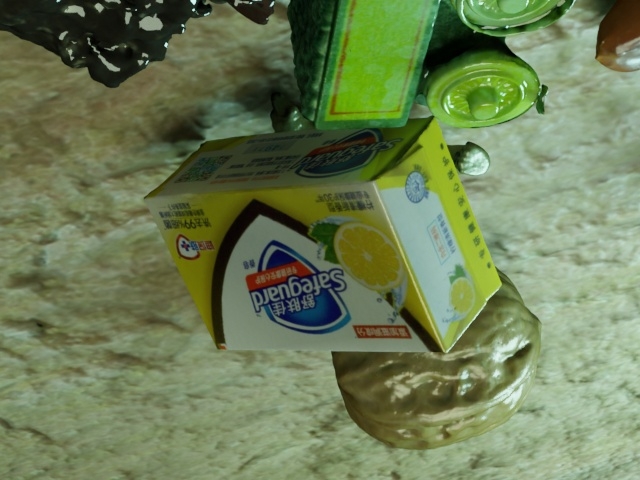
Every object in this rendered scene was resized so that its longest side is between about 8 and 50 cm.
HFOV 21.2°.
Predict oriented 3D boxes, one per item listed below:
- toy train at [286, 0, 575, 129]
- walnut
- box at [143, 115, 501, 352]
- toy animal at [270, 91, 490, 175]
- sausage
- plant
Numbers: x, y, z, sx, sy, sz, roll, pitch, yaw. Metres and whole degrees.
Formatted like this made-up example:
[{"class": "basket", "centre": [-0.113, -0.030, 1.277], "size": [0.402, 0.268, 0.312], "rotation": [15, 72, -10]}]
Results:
[{"class": "toy train", "centre": [0.074, -0.189, 1.239], "size": [0.188, 0.159, 0.271], "rotation": [-2, 150, -10]}, {"class": "walnut", "centre": [0.118, 0.110, 1.702], "size": [0.213, 0.213, 0.213], "rotation": [-7, 148, -4]}, {"class": "box", "centre": [0.000, 0.000, 1.413], "size": [0.265, 0.097, 0.168], "rotation": [-1, 121, 42]}, {"class": "toy animal", "centre": [0.052, -0.067, 1.494], "size": [0.219, 0.101, 0.103], "rotation": [12, 109, -40]}, {"class": "sausage", "centre": [0.309, -0.180, 1.393], "size": [0.179, 0.089, 0.089], "rotation": [-9, 148, 5]}, {"class": "plant", "centre": [-0.138, -0.209, 1.127], "size": [0.234, 0.204, 0.178], "rotation": [11, 164, -32]}]
